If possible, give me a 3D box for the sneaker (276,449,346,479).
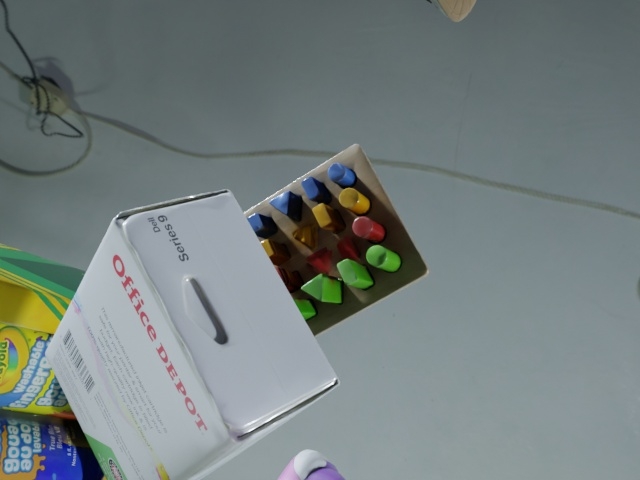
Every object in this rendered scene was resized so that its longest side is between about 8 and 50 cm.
[{"bbox_3d":[0.017,0.208,0.349,0.104,0.237,0.095,18,42,30],"label":"sneaker"}]

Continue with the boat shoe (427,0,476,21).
[{"bbox_3d":[0.143,-0.431,0.975,0.092,0.285,0.103,32,91,39],"label":"boat shoe"}]

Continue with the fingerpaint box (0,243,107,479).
[{"bbox_3d":[-0.383,0.230,0.673,0.163,0.371,0.445,26,89,46],"label":"fingerpaint box"}]

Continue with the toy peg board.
[{"bbox_3d":[0.000,0.000,0.681,0.161,0.079,0.161,-30,75,13],"label":"toy peg board"}]

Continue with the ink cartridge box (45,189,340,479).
[{"bbox_3d":[-0.104,0.088,0.471,0.093,0.212,0.154,-20,72,-40],"label":"ink cartridge box"}]
